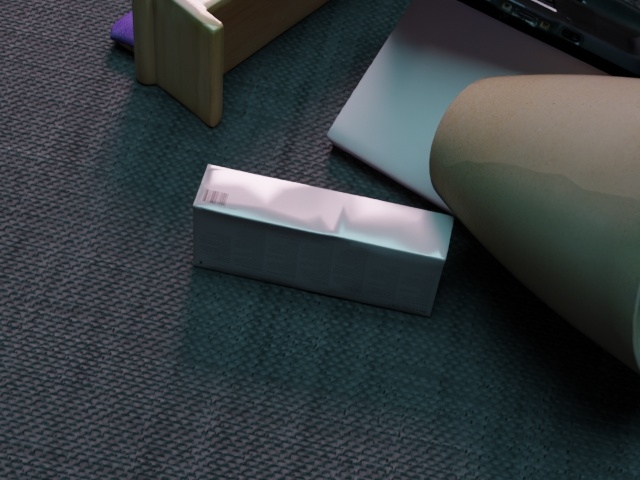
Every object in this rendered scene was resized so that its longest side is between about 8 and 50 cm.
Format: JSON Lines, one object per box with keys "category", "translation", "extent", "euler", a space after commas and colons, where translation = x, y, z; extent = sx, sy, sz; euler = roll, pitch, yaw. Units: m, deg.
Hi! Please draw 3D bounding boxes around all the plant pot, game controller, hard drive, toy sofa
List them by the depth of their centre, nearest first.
{"category": "plant pot", "translation": [0.242, -0.046, 1.181], "extent": [0.256, 0.256, 0.274], "euler": [-37, 46, -28]}
{"category": "game controller", "translation": [0.205, -0.242, 1.325], "extent": [0.319, 0.067, 0.166], "euler": [25, 33, -2]}
{"category": "hard drive", "translation": [0.188, -0.112, 1.337], "extent": [0.308, 0.040, 0.203], "euler": [32, 88, 18]}
{"category": "toy sofa", "translation": [-0.056, -0.305, 1.445], "extent": [0.177, 0.150, 0.362], "euler": [40, 60, 20]}

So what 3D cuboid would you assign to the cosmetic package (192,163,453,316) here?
{"category": "cosmetic package", "translation": [0.000, 0.000, 1.258], "extent": [0.239, 0.099, 0.060], "euler": [13, 51, 3]}
